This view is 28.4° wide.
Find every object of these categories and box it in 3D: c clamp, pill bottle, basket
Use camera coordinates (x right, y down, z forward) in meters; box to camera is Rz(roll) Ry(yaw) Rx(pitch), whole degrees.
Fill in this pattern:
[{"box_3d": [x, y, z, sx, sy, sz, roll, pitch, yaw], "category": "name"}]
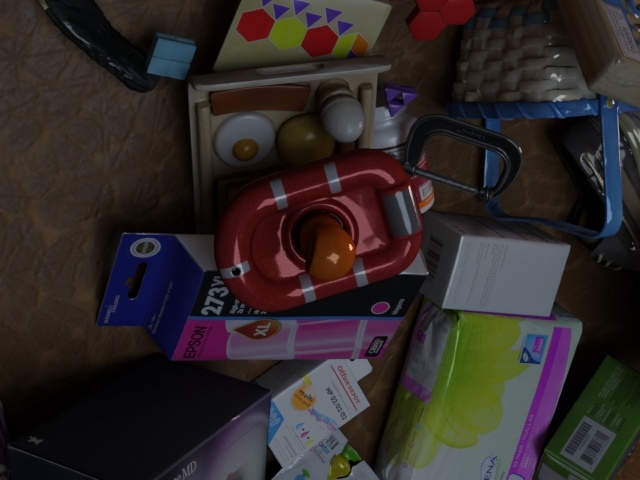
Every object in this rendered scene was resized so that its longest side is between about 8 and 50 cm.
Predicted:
[{"box_3d": [0.156, -0.087, 1.511, 0.161, 0.022, 0.137, 14, 124, 4], "category": "c clamp"}, {"box_3d": [0.088, -0.107, 1.572, 0.086, 0.086, 0.152, -22, 116, -17], "category": "pill bottle"}, {"box_3d": [0.281, -0.156, 1.552, 0.201, 0.255, 0.288, -2, 100, -29], "category": "basket"}]

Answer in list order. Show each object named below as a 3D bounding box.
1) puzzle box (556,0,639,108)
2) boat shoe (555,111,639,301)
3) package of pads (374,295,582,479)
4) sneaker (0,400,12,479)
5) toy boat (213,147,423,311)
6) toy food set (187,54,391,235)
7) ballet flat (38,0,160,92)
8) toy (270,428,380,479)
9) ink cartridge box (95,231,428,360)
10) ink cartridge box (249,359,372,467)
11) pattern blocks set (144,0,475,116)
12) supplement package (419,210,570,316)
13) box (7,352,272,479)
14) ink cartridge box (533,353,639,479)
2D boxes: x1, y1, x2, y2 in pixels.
[{"box_3d": [0.375, -0.305, 1.477, 0.272, 0.408, 0.052, 13, 140, -31], "category": "puzzle box"}, {"box_3d": [0.412, -0.028, 1.759, 0.130, 0.132, 0.355, -26, 111, -5], "category": "boat shoe"}, {"box_3d": [0.215, 0.224, 1.761, 0.229, 0.101, 0.296, 6, 107, -29], "category": "package of pads"}, {"box_3d": [-0.390, 0.239, 1.429, 0.102, 0.161, 0.282, -29, 119, -12], "category": "sneaker"}, {"box_3d": [0.000, 0.000, 1.354, 0.231, 0.151, 0.151, -18, 107, 0], "category": "toy boat"}, {"box_3d": [-0.034, -0.074, 1.458, 0.220, 0.092, 0.306, -8, 133, -11], "category": "toy food set"}, {"box_3d": [-0.249, -0.219, 1.384, 0.173, 0.049, 0.057, 43, 54, -27], "category": "ballet flat"}, {"box_3d": [-0.043, 0.362, 1.715, 0.237, 0.056, 0.137, -42, 119, -11], "category": "toy"}, {"box_3d": [-0.070, 0.070, 1.521, 0.371, 0.069, 0.175, 3, 138, -21], "category": "ink cartridge box"}, {"box_3d": [-0.009, 0.200, 1.662, 0.181, 0.061, 0.104, -35, 122, -11], "category": "ink cartridge box"}, {"box_3d": [-0.018, -0.228, 1.410, 0.325, 0.026, 0.285, 18, 123, -29], "category": "pattern blocks set"}, {"box_3d": [0.223, 0.031, 1.685, 0.179, 0.105, 0.105, 6, 106, -28], "category": "supplement package"}, {"box_3d": [-0.206, 0.331, 1.467, 0.296, 0.183, 0.294, -31, 130, -58], "category": "box"}, {"box_3d": [0.401, 0.316, 1.874, 0.189, 0.097, 0.255, -50, 160, -25], "category": "ink cartridge box"}]
